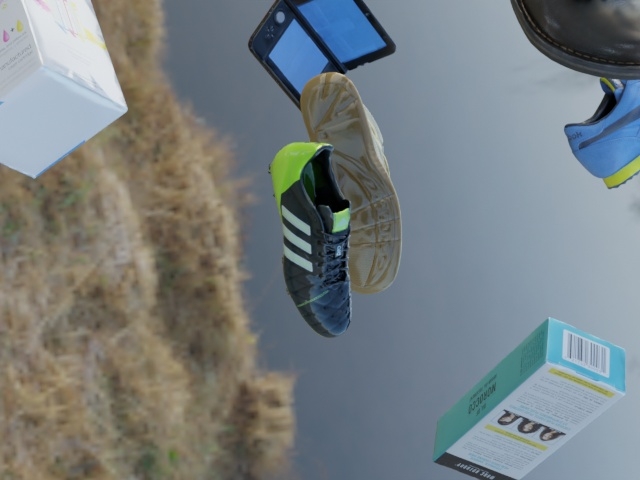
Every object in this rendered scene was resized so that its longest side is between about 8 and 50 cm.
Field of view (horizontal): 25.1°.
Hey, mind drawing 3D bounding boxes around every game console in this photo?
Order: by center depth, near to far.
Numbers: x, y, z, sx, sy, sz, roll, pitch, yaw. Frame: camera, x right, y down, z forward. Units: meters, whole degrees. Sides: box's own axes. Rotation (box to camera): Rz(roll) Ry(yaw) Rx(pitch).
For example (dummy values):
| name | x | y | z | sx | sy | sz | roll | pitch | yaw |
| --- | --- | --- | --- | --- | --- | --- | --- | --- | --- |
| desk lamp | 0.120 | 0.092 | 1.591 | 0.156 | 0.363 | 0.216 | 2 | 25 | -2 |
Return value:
| name | x | y | z | sx | sy | sz | roll | pitch | yaw |
| --- | --- | --- | --- | --- | --- | --- | --- | --- | --- |
| game console | 0.003 | -0.236 | 1.755 | 0.144 | 0.085 | 0.124 | 48 | 66 | -38 |

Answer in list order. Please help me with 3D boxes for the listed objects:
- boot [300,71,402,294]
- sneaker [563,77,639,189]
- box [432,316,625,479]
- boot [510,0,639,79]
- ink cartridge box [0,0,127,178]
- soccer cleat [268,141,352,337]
| name | x | y | z | sx | sy | sz | roll | pitch | yaw |
| --- | --- | --- | --- | --- | --- | --- | --- | --- | --- |
| boot | 0.043 | -0.066 | 1.754 | 0.203 | 0.095 | 0.262 | 7 | 66 | -85 |
| sneaker | 0.312 | -0.141 | 1.300 | 0.082 | 0.209 | 0.069 | 49 | -4 | -6 |
| box | 0.225 | 0.183 | 1.574 | 0.100 | 0.244 | 0.060 | 23 | 49 | -14 |
| boot | 0.179 | -0.261 | 1.005 | 0.263 | 0.091 | 0.229 | 52 | -28 | 35 |
| ink cartridge box | -0.213 | -0.136 | 1.003 | 0.090 | 0.092 | 0.143 | 25 | 36 | -55 |
| soccer cleat | 0.000 | 0.000 | 1.271 | 0.060 | 0.072 | 0.179 | -17 | 96 | -38 |
